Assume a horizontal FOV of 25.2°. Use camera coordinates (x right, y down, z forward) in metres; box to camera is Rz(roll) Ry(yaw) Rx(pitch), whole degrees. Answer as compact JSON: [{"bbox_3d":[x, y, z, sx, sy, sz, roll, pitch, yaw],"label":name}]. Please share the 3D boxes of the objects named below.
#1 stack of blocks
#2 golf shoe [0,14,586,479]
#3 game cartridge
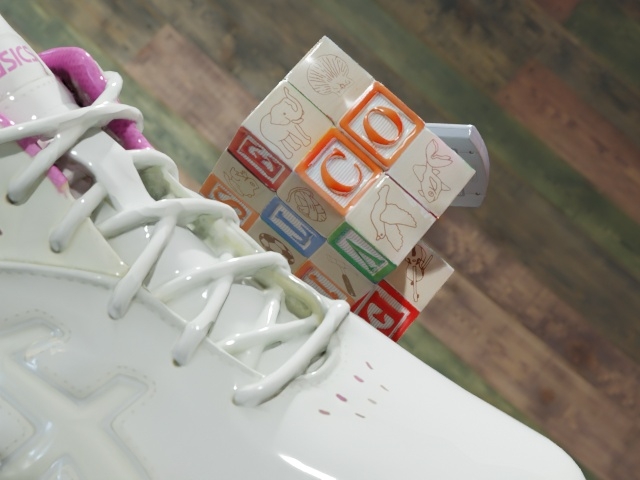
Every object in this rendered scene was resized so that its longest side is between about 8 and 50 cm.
[{"bbox_3d":[0.000,0.000,0.999,0.171,0.087,0.297,41,-23,-1],"label":"stack of blocks"},{"bbox_3d":[-0.068,0.016,0.389,0.306,0.115,0.140,18,-60,19],"label":"golf shoe"},{"bbox_3d":[0.087,-0.051,0.973,0.056,0.017,0.083,7,-31,16],"label":"game cartridge"}]
